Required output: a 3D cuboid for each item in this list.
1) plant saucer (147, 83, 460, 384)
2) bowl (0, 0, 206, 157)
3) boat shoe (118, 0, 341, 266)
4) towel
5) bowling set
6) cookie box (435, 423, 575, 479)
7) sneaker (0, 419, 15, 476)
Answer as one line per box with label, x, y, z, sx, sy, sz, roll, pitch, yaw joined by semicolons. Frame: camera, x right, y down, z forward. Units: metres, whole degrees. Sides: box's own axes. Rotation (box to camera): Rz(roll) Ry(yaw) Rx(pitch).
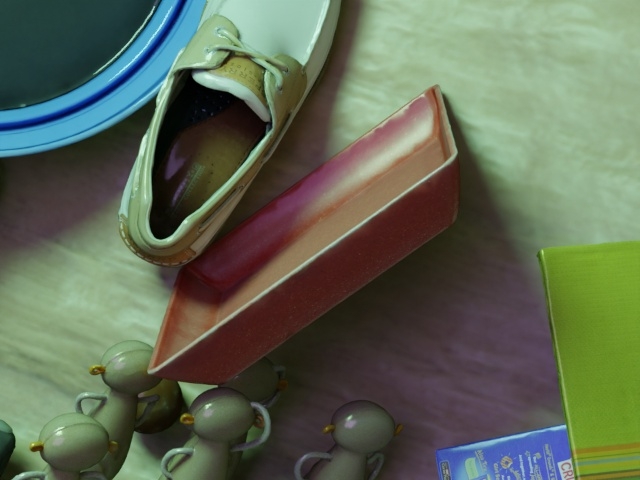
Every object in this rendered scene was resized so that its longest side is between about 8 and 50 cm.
plant saucer;0.000;0.000;1.308;0.259;0.258;0.048;-36;102;10
bowl;-0.260;-0.262;1.398;0.391;0.077;0.391;-3;100;-19
boat shoe;-0.062;-0.117;1.384;0.113;0.103;0.302;23;87;-5
towel;0.220;0.117;1.285;0.102;0.021;0.237;-4;75;-16
bowling set;-0.110;0.127;1.322;0.200;0.287;0.154;57;133;45
cookie box;0.146;0.189;1.305;0.107;0.040;0.092;-13;75;17
sneaker;-0.307;0.267;1.436;0.106;0.101;0.267;32;94;4
